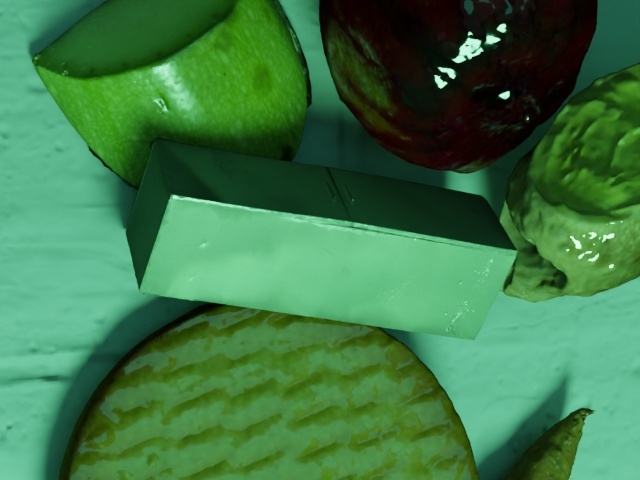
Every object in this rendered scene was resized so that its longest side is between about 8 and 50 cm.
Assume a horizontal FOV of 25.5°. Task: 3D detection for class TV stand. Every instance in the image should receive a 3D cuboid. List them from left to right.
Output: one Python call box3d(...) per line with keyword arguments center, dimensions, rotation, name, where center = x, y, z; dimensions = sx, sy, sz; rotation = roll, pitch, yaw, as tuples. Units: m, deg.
box3d(center=(0.000, 0.000, 1.034), dimensions=(0.269, 0.083, 0.088), rotation=(9, 122, -23), name="TV stand")

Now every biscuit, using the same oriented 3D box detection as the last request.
box3d(center=(-0.034, 0.196, 1.024), dimensions=(0.317, 0.040, 0.318), rotation=(3, 78, -16), name="biscuit")

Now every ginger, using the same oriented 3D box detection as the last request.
box3d(center=(0.250, -0.044, 1.116), dimensions=(0.275, 0.221, 0.130), rotation=(-41, 67, -4), name="ginger")

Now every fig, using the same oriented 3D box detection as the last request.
box3d(center=(0.101, -0.183, 1.032), dimensions=(0.224, 0.224, 0.263), rotation=(1, 86, -23), name="fig")

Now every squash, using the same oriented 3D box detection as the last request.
box3d(center=(-0.079, -0.117, 1.021), dimensions=(0.192, 0.085, 0.184), rotation=(-43, 103, -17), name="squash")

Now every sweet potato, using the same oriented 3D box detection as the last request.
box3d(center=(0.129, 0.258, 1.099), dimensions=(0.072, 0.066, 0.314), rotation=(33, 71, 26), name="sweet potato")
